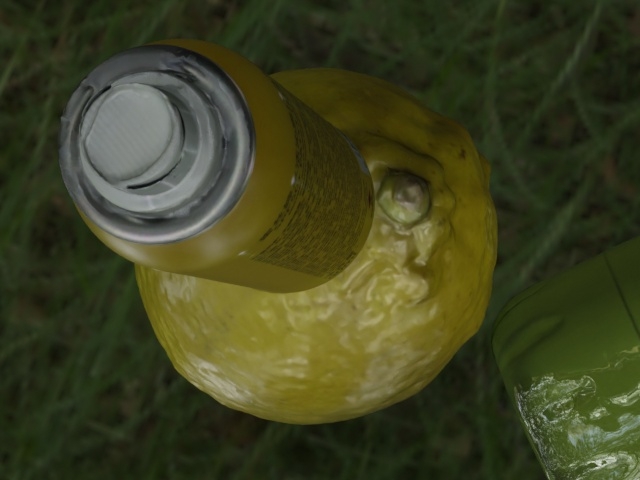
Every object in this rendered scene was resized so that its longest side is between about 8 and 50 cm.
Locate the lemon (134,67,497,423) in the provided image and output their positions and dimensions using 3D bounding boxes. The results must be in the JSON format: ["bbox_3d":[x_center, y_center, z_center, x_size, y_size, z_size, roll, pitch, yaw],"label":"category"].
[{"bbox_3d":[-0.003,0.001,1.449,0.285,0.285,0.316,13,140,8],"label":"lemon"}]

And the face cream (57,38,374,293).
[{"bbox_3d":[-0.047,-0.031,0.935,0.105,0.105,0.349,12,179,9],"label":"face cream"}]

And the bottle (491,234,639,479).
[{"bbox_3d":[0.197,0.021,0.690,0.260,0.112,0.112,-25,132,9],"label":"bottle"}]
